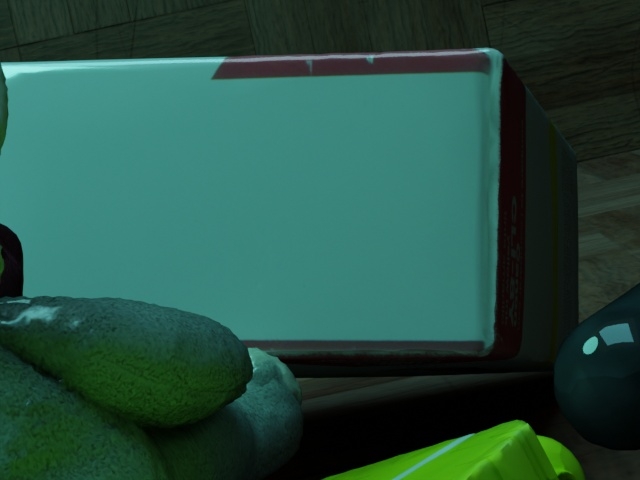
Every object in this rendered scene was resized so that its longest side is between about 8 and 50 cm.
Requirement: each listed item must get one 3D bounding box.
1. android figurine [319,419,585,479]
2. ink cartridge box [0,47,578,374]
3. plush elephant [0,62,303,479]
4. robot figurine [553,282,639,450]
[{"bbox_3d":[-0.012,0.133,0.685,0.248,0.056,0.273,-27,1,-33],"label":"android figurine"},{"bbox_3d":[0.000,0.000,1.145,0.279,0.160,0.384,-2,-5,14],"label":"ink cartridge box"},{"bbox_3d":[-0.183,0.049,0.805,0.272,0.255,0.330,-27,0,4],"label":"plush elephant"},{"bbox_3d":[0.184,0.079,0.483,0.209,0.174,0.278,-11,5,32],"label":"robot figurine"}]
